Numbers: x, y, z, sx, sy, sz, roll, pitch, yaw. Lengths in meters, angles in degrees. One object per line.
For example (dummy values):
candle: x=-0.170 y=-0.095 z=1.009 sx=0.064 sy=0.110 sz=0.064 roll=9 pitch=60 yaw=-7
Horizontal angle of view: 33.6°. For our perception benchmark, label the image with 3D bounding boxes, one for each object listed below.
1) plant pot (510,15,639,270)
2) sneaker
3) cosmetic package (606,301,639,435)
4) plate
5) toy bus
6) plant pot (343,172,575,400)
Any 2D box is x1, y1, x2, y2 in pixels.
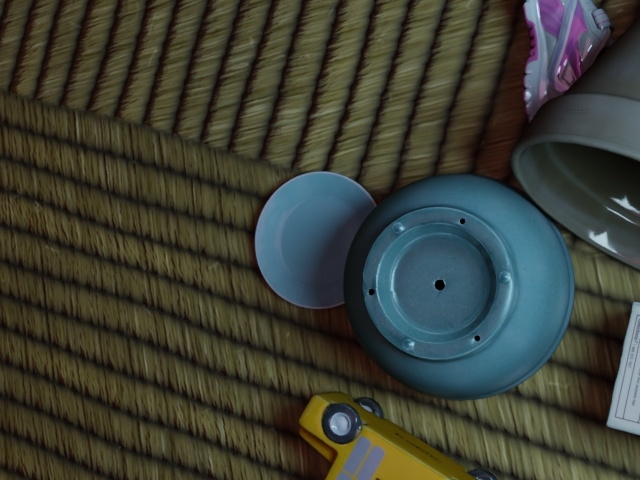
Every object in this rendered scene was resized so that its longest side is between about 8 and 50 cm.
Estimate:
plant pot: x=0.416 y=-0.135 z=1.176 sx=0.323 sy=0.323 sz=0.280 roll=26 pitch=78 yaw=20
sneaker: x=0.312 y=-0.264 z=1.320 sx=0.111 sy=0.103 sz=0.252 roll=0 pitch=91 yaw=16
cosmetic package: x=0.488 y=0.174 z=1.193 sx=0.296 sy=0.129 sz=0.153 roll=14 pitch=88 yaw=21
plate: x=0.000 y=0.000 z=1.444 sx=0.188 sy=0.024 sz=0.188 roll=-2 pitch=85 yaw=19
toy bus: x=0.116 y=0.318 z=1.329 sx=0.332 sy=0.108 sz=0.130 roll=30 pitch=97 yaw=20
plant pot: x=0.155 y=0.053 z=1.277 sx=0.293 sy=0.196 sz=0.293 roll=-1 pitch=86 yaw=14
